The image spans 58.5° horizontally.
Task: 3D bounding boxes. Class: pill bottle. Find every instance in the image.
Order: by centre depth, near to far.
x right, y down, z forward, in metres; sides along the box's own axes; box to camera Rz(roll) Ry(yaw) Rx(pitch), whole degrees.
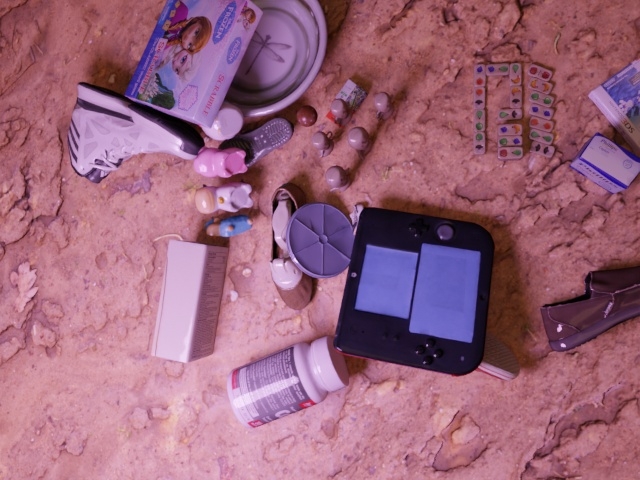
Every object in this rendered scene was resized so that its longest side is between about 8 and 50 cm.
[{"bbox_3d":[-0.080,0.359,1.466,0.283,0.161,0.161,-24,82,11],"label":"pill bottle"}]

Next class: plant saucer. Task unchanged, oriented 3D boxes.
[{"bbox_3d":[-0.167,-0.526,1.561,0.400,0.100,0.401,-1,86,13],"label":"plant saucer"}]

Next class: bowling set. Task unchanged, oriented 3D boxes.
[{"bbox_3d":[0.049,-0.287,1.471,0.200,0.154,0.287,37,95,12],"label":"bowling set"}]

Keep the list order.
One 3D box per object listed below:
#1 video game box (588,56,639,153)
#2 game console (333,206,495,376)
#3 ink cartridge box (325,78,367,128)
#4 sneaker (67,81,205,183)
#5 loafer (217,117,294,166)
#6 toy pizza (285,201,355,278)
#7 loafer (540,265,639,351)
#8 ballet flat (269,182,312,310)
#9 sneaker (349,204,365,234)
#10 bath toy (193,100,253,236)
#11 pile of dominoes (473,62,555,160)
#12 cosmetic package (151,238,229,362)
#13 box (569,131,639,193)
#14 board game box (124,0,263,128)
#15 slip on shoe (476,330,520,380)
[{"bbox_3d":[0.783,-0.340,1.355,0.205,0.048,0.187,-37,82,9],"label":"video game box"},{"bbox_3d":[0.231,0.114,1.374,0.341,0.060,0.387,11,67,4],"label":"game console"},{"bbox_3d":[0.067,-0.366,1.534,0.063,0.029,0.115,39,96,12],"label":"ink cartridge box"},{"bbox_3d":[-0.538,-0.258,1.626,0.447,0.169,0.258,26,102,21],"label":"sneaker"},{"bbox_3d":[-0.171,-0.263,1.564,0.251,0.087,0.094,-17,100,25],"label":"loafer"},{"bbox_3d":[0.000,0.000,1.487,0.201,0.032,0.201,6,77,-25],"label":"toy pizza"},{"bbox_3d":[0.672,0.120,1.313,0.366,0.134,0.130,-32,81,10],"label":"loafer"},{"bbox_3d":[-0.087,0.015,1.503,0.116,0.124,0.343,-1,87,18],"label":"ballet flat"},{"bbox_3d":[0.093,-0.055,1.515,0.036,0.032,0.083,11,81,22],"label":"sneaker"},{"bbox_3d":[-0.269,-0.190,1.514,0.129,0.151,0.348,23,120,52],"label":"bath toy"},{"bbox_3d":[0.483,-0.326,1.429,0.195,0.040,0.251,0,88,13],"label":"pile of dominoes"},{"bbox_3d":[-0.347,0.158,1.541,0.113,0.160,0.310,8,88,14],"label":"cosmetic package"},{"bbox_3d":[0.662,-0.177,1.328,0.126,0.137,0.072,37,96,12],"label":"box"},{"bbox_3d":[-0.334,-0.474,1.467,0.318,0.066,0.319,23,89,37],"label":"board game box"},{"bbox_3d":[0.325,0.266,1.413,0.331,0.123,0.101,19,126,8],"label":"slip on shoe"}]
